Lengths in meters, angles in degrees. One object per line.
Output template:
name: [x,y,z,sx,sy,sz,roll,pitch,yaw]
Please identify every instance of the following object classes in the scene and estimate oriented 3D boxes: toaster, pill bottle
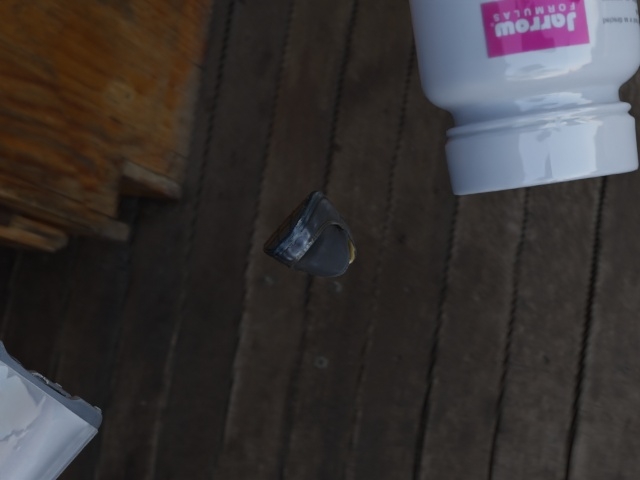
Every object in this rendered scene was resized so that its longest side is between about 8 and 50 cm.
toaster: [-0.320,0.157,1.194,0.129,0.227,0.146,15,66,52]
pill bottle: [0.142,-0.181,0.951,0.160,0.160,0.283,-8,92,20]

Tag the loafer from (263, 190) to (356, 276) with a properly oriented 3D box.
loafer: [0.000,0.000,1.035,0.061,0.170,0.062,44,102,1]
